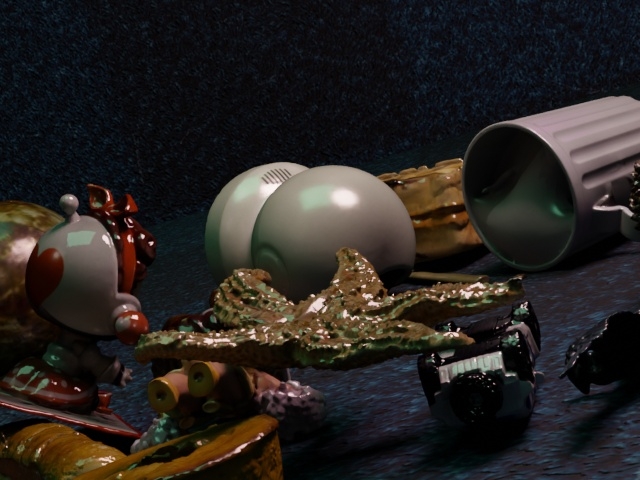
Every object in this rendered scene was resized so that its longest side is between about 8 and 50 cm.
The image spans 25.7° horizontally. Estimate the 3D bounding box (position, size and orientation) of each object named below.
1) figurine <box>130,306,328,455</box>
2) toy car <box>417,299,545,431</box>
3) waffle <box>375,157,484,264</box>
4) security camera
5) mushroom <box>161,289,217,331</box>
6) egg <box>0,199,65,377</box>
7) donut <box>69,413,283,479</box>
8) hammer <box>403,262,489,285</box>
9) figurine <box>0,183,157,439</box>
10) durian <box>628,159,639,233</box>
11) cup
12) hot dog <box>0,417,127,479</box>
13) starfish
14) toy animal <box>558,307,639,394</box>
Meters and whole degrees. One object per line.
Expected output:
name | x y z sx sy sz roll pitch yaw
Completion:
figurine | -0.087 0.120 1.211 0.175 0.115 0.240 -17 8 10
toy car | 0.125 0.099 1.056 0.080 0.070 0.171 -16 7 14
waffle | 0.084 -0.031 1.859 0.376 0.114 0.261 -12 7 37
security camera | 0.000 0.000 1.613 0.195 0.194 0.236 -23 13 -34
mushroom | -0.106 0.100 1.535 0.135 0.080 0.170 -5 7 0
egg | -0.428 0.075 1.823 0.289 0.238 0.238 -27 11 -27
donut | -0.108 0.184 1.014 0.178 0.065 0.162 -20 3 -12
hammer | 0.143 0.042 1.621 0.062 0.013 0.199 -20 8 -22
figurine | -0.232 0.057 1.366 0.160 0.226 0.183 16 -5 -19
durian | 0.366 -0.056 1.234 0.196 0.167 0.196 -20 22 8
cup | 0.299 -0.052 1.562 0.202 0.221 0.167 -20 -26 -36
hot dog | -0.237 0.195 1.239 0.088 0.061 0.286 -9 3 -33
starfish | 0.016 0.062 1.106 0.302 0.060 0.299 2 14 36
toy animal | 0.229 0.074 1.028 0.108 0.062 0.220 -16 -5 27
